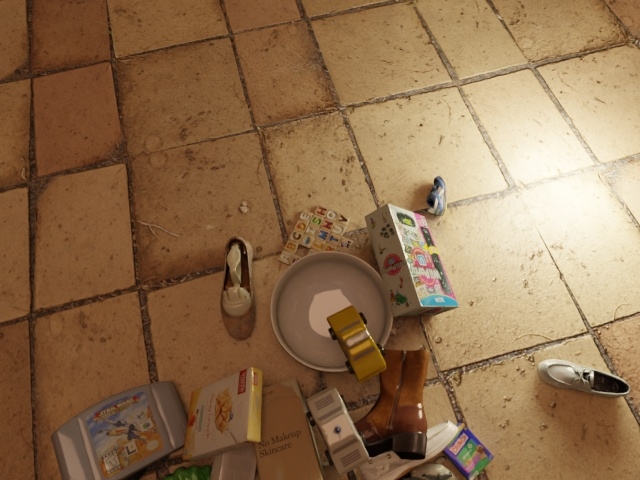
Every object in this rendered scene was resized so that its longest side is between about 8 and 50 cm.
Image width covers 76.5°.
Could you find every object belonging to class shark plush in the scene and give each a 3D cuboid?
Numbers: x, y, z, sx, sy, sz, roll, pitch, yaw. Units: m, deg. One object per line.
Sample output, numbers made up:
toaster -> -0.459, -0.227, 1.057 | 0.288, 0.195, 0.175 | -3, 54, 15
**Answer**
shark plush -> 0.272, 0.613, 1.037 | 0.161, 0.073, 0.067 | -7, 97, -8

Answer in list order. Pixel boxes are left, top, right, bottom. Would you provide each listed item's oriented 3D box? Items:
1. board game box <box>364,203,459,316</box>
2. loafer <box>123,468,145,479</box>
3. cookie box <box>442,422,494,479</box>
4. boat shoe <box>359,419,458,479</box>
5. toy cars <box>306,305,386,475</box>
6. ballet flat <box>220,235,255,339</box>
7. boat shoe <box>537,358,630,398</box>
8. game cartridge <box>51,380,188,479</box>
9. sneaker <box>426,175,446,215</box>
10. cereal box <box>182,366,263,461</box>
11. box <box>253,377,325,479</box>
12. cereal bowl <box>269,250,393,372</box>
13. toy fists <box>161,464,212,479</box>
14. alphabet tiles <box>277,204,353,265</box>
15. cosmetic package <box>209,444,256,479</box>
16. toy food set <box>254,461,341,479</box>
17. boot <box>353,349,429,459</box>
board game box -> 0.262, 0.063, 1.177 | 0.097, 0.224, 0.303 | -30, 64, 36
loafer -> -0.547, 0.539, 1.060 | 0.223, 0.076, 0.078 | 35, 66, 9
cookie box -> 0.379, 0.554, 1.066 | 0.092, 0.040, 0.107 | -39, 71, -14
boat shoe -> 0.223, 0.528, 1.046 | 0.277, 0.098, 0.096 | -28, 70, -9
toy cars -> 0.064, 0.345, 0.979 | 0.176, 0.087, 0.394 | 12, 68, 7
ballet flat -> -0.253, 0.131, 1.212 | 0.107, 0.106, 0.316 | -7, 67, -3
boat shoe -> 0.725, 0.377, 1.118 | 0.227, 0.081, 0.079 | 13, 68, 5
game cartridge -> -0.496, 0.489, 1.031 | 0.297, 0.062, 0.198 | -18, 70, -33
sneaker -> 0.386, -0.153, 1.361 | 0.059, 0.053, 0.144 | 2, 66, 3
cereal box -> -0.245, 0.438, 1.022 | 0.240, 0.047, 0.173 | -31, 44, 27
box -> -0.079, 0.518, 0.989 | 0.148, 0.121, 0.311 | -18, 49, -7
cereal bowl -> 0.030, 0.209, 1.159 | 0.339, 0.141, 0.339 | 0, 66, 0
toy fists -> -0.385, 0.656, 0.997 | 0.279, 0.096, 0.142 | -23, 81, -10
alphabet tiles -> 0.000, 0.000, 1.320 | 0.198, 0.009, 0.237 | 21, 69, 9
cosmetic package -> -0.221, 0.615, 0.984 | 0.099, 0.060, 0.239 | 28, 48, -29
toy food set -> -0.049, 0.714, 0.984 | 0.219, 0.092, 0.306 | -4, 60, 1
boot -> 0.152, 0.411, 1.074 | 0.264, 0.096, 0.280 | -13, 43, 27
